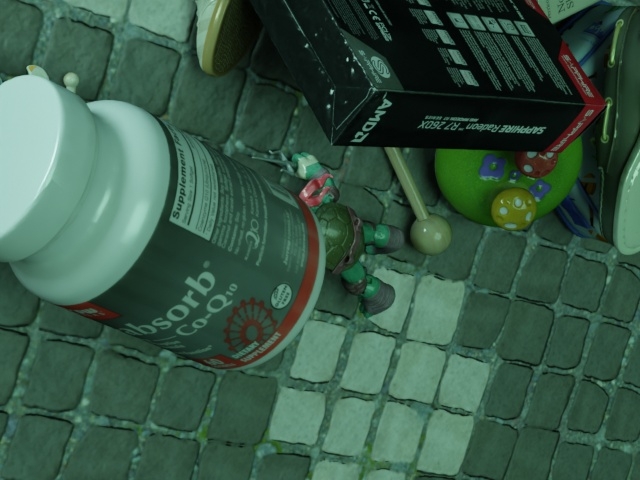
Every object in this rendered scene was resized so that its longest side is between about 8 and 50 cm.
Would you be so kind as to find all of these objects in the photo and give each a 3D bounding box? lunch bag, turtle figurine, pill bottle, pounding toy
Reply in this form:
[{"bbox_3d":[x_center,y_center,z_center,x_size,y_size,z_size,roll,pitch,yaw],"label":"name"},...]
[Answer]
[{"bbox_3d":[0.368,-0.149,1.913,0.243,0.115,0.303,-45,122,-12],"label":"lunch bag"},{"bbox_3d":[0.000,0.000,1.688,0.234,0.118,0.175,26,85,-43],"label":"turtle figurine"},{"bbox_3d":[-0.181,-0.014,1.463,0.363,0.210,0.210,28,85,-44],"label":"pill bottle"},{"bbox_3d":[0.211,-0.072,1.763,0.237,0.110,0.183,-19,117,1],"label":"pounding toy"}]

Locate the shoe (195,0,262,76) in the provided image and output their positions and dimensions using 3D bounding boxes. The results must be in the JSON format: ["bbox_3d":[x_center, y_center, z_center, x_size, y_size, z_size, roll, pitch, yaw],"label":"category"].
[{"bbox_3d":[-0.093,-0.285,1.588,0.077,0.058,0.219,9,100,-57],"label":"shoe"}]

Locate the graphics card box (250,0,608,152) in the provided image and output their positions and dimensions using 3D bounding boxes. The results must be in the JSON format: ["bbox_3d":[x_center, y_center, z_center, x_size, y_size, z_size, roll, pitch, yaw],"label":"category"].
[{"bbox_3d":[0.119,-0.210,1.600,0.371,0.232,0.094,-2,144,-43],"label":"graphics card box"}]

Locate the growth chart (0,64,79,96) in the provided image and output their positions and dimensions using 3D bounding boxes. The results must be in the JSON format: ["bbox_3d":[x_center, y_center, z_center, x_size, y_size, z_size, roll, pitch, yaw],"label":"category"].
[{"bbox_3d":[-0.343,-0.082,1.474,0.237,0.021,0.171,-14,108,-33],"label":"growth chart"}]

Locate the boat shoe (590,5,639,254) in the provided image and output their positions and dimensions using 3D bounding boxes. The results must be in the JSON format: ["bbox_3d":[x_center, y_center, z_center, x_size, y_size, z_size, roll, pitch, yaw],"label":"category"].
[{"bbox_3d":[0.388,-0.136,1.810,0.109,0.091,0.304,-7,111,-41],"label":"boat shoe"}]

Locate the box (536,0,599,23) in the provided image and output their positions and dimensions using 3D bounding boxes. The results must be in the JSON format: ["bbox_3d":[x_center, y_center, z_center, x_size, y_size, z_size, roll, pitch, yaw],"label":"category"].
[{"bbox_3d":[0.334,-0.364,1.845,0.275,0.094,0.113,-30,118,-27],"label":"box"}]
